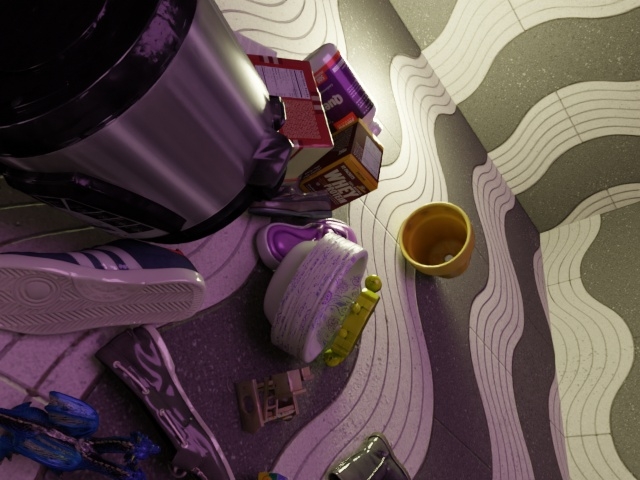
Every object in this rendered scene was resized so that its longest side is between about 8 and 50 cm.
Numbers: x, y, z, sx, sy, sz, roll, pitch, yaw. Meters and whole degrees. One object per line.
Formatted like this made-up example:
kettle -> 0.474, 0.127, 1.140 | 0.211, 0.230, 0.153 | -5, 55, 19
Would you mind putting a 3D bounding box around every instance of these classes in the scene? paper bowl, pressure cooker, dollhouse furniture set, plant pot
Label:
paper bowl -> -0.020, 0.115, 1.056 | 0.148, 0.284, 0.284 | 28, 35, 14
pressure cooker -> -0.261, -0.194, 0.734 | 0.369, 0.376, 0.420 | 64, 5, 27
dollhouse furniture set -> -0.048, 0.317, 0.967 | 0.182, 0.161, 0.101 | 5, 68, -50
plant pot -> 0.440, 0.025, 1.705 | 0.239, 0.254, 0.253 | 41, 41, -52

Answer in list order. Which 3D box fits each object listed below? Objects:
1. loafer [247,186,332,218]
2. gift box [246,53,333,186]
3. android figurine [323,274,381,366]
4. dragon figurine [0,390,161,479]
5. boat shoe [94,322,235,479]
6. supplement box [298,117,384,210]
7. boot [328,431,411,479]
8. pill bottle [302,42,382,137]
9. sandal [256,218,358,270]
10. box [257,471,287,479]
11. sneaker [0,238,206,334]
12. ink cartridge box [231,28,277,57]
loafer -> -0.076, -0.100, 1.201 | 0.268, 0.096, 0.084 | 2, 88, -48
gift box -> -0.167, -0.261, 1.070 | 0.277, 0.258, 0.255 | -3, 74, -32
android figurine -> 0.086, 0.199, 1.158 | 0.248, 0.056, 0.273 | -62, 167, -2
dragon figurine -> -0.353, 0.257, 0.624 | 0.289, 0.144, 0.085 | 43, 41, -29
boat shoe -> -0.254, 0.300, 0.774 | 0.096, 0.112, 0.335 | -27, 88, -37
supplement box -> 0.065, -0.217, 1.383 | 0.129, 0.191, 0.194 | 43, 41, -29
boot -> 0.123, 0.579, 1.115 | 0.189, 0.076, 0.208 | 56, 28, 9
pill bottle -> 0.060, -0.453, 1.518 | 0.323, 0.182, 0.181 | 48, 39, -23
sandal -> 0.005, 0.015, 1.254 | 0.416, 0.102, 0.169 | -9, 78, -54
box -> -0.093, 0.525, 0.856 | 0.105, 0.043, 0.179 | 77, 15, -58
sneaker -> -0.370, 0.056, 0.758 | 0.350, 0.131, 0.148 | 9, 29, -36
ink cartridge box -> -0.230, -0.495, 1.302 | 0.225, 0.056, 0.180 | 17, 56, -25
